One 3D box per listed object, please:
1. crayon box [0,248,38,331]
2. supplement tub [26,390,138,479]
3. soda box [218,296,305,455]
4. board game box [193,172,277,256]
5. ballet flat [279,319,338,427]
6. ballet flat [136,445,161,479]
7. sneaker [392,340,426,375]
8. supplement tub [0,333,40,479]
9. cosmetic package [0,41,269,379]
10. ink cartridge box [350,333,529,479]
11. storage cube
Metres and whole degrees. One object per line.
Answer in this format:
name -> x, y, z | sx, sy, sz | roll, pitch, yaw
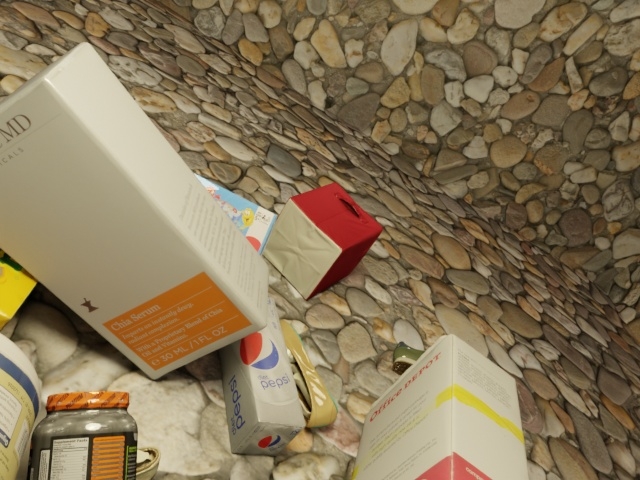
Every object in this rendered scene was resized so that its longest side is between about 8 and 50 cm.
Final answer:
crayon box -> -0.545, -0.046, 0.788 | 0.313, 0.106, 0.363 | 36, 22, -21
supplement tub -> -0.270, 0.273, 0.607 | 0.116, 0.117, 0.191 | 13, 64, -38
soda box -> -0.117, 0.225, 0.950 | 0.091, 0.098, 0.286 | 18, 34, -31
board game box -> -0.275, -0.062, 1.028 | 0.308, 0.086, 0.302 | 27, -13, -20
ballet flat -> -0.049, 0.249, 1.018 | 0.073, 0.080, 0.232 | -11, 51, -36
ballet flat -> -0.289, 0.295, 0.694 | 0.168, 0.052, 0.057 | 6, 38, -44
sneaker -> 0.260, 0.304, 1.294 | 0.192, 0.064, 0.086 | 27, 34, -12
supplement tub -> -0.403, 0.239, 0.459 | 0.228, 0.228, 0.316 | 23, 30, -24
cosmetic package -> -0.290, -0.018, 0.788 | 0.453, 0.230, 0.162 | 54, 17, -30
ink cartridge box -> 0.183, 0.377, 0.867 | 0.160, 0.279, 0.385 | 36, 28, -4
storage cube -> 0.000, 0.000, 1.312 | 0.184, 0.215, 0.193 | 46, 36, 15
